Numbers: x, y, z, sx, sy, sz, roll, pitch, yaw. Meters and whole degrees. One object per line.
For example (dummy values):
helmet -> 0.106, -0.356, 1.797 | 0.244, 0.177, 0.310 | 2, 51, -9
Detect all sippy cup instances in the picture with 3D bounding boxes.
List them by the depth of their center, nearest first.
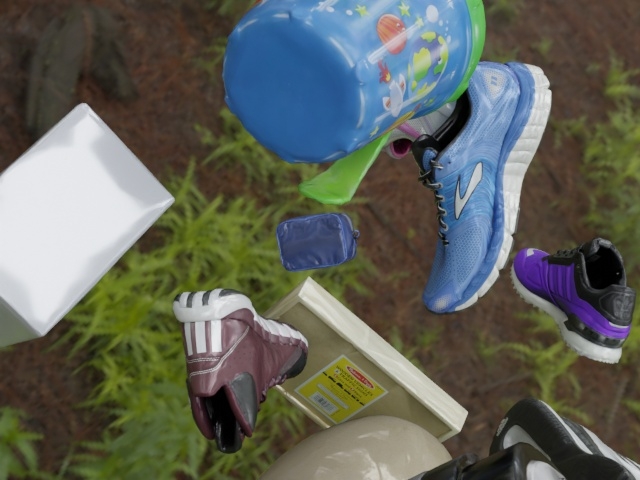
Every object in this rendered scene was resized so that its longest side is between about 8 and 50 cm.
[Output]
sippy cup -> 0.021, -0.193, 1.333 | 0.224, 0.240, 0.305 | -46, 113, -48

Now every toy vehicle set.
toy vehicle set -> 0.033, 0.176, 1.632 | 0.267, 0.166, 0.035 | 41, 44, -11

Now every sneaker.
sneaker -> -0.091, 0.165, 1.470 | 0.281, 0.106, 0.162 | 40, 44, -62
sneaker -> 0.403, 0.361, 1.607 | 0.257, 0.169, 0.447 | 23, 15, -23
sneaker -> 0.171, -0.069, 1.628 | 0.147, 0.330, 0.130 | 11, 9, -13
sneaker -> 0.089, -0.171, 1.746 | 0.103, 0.252, 0.111 | 8, 101, -46
sneaker -> 0.388, 0.054, 1.944 | 0.102, 0.146, 0.293 | 8, 22, -22

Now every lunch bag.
lunch bag -> 0.000, 0.000, 1.623 | 0.065, 0.098, 0.067 | -16, 99, -77

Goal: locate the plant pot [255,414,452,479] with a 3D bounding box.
plant pot -> 0.062, 0.316, 1.518 | 0.284, 0.284, 0.191 | 43, 50, -12

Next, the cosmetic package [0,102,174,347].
cosmetic package -> -0.372, 0.002, 1.626 | 0.161, 0.453, 0.230 | 47, 68, -11

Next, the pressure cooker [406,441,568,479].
pressure cooker -> 0.083, 0.321, 0.749 | 0.375, 0.420, 0.370 | 57, 12, -15
